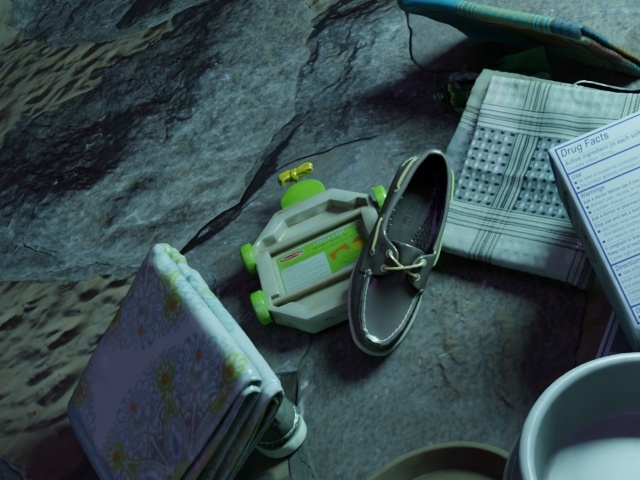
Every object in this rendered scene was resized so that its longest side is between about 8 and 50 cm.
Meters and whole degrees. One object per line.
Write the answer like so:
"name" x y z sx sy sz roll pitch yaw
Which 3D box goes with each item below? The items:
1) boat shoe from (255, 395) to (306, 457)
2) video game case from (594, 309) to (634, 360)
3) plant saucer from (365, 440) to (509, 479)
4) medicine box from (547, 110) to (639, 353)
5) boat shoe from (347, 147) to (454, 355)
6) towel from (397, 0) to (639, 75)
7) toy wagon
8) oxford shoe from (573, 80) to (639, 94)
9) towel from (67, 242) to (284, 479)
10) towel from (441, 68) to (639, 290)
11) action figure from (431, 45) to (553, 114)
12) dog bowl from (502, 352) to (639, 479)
"boat shoe" -0.145 0.223 1.705 0.305 0.091 0.109 26 64 42
"video game case" 0.461 0.154 1.500 0.173 0.022 0.190 7 53 33
"plant saucer" 0.150 0.368 1.411 0.277 0.041 0.278 -17 32 11
"medicine box" 0.481 -0.030 1.476 0.263 0.149 0.289 -23 63 7
"boat shoe" 0.125 0.014 1.693 0.116 0.097 0.325 21 75 -3
"towel" 0.342 -0.354 1.908 0.370 0.271 0.040 23 99 40
"toy wagon" 0.000 0.000 1.864 0.267 0.068 0.344 -23 42 5
"oxford shoe" 0.523 -0.150 1.680 0.363 0.133 0.130 22 61 40
"towel" -0.225 0.230 1.645 0.321 0.090 0.374 -58 44 13
"towel" 0.317 -0.106 1.715 0.324 0.056 0.312 17 85 42
"action figure" 0.291 -0.257 1.933 0.232 0.137 0.063 2 22 42
"dog bowl" 0.384 0.280 1.299 0.348 0.102 0.349 -4 48 5
